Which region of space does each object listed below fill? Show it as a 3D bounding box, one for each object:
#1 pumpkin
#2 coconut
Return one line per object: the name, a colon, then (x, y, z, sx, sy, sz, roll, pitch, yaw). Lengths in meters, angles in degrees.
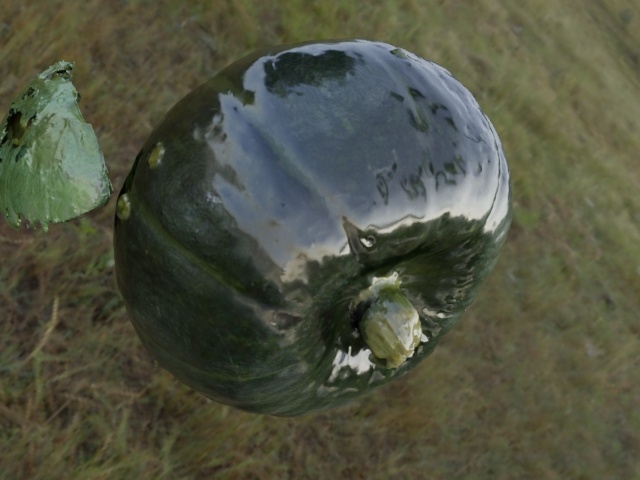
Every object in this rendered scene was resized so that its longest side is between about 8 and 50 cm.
pumpkin: (0.000, 0.000, 0.691, 0.300, 0.300, 0.207, 23, 24, -53)
coconut: (-0.223, -0.071, 0.757, 0.055, 0.133, 0.158, 32, 12, -49)
